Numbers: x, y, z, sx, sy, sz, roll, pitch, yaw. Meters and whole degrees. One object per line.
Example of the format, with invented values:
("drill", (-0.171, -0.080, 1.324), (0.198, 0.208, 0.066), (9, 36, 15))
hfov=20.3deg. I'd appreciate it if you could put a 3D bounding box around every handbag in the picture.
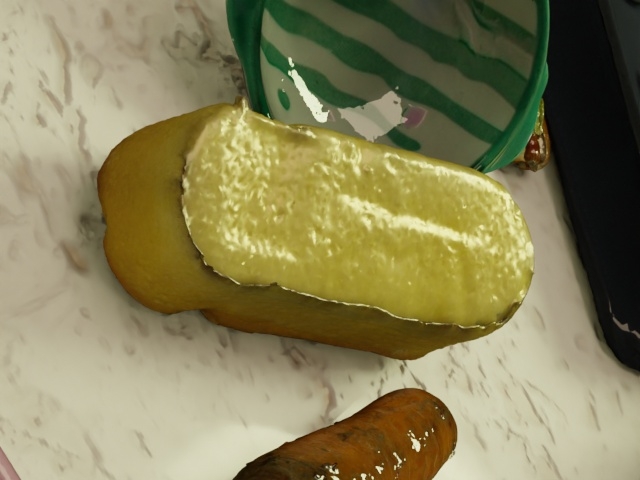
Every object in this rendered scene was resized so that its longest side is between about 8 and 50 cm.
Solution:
("handbag", (0.277, -0.054, 1.246), (0.269, 0.118, 0.326), (14, 55, -43))

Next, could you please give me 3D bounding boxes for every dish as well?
("dish", (0.036, -0.132, 1.007), (0.224, 0.246, 0.078), (25, 2, -33))

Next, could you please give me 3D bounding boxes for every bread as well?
("bread", (0.000, 0.000, 0.908), (0.245, 0.094, 0.102), (12, 74, -40))

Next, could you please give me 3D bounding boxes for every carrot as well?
("carrot", (0.016, 0.116, 0.871), (0.186, 0.060, 0.060), (-18, 77, -57))

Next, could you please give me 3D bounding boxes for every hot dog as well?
("hot dog", (0.124, -0.103, 1.168), (0.056, 0.041, 0.133), (16, 52, -41))

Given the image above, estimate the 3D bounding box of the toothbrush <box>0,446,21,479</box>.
("toothbrush", (-0.144, 0.086, 0.745), (0.025, 0.020, 0.286), (-28, 84, -45))
